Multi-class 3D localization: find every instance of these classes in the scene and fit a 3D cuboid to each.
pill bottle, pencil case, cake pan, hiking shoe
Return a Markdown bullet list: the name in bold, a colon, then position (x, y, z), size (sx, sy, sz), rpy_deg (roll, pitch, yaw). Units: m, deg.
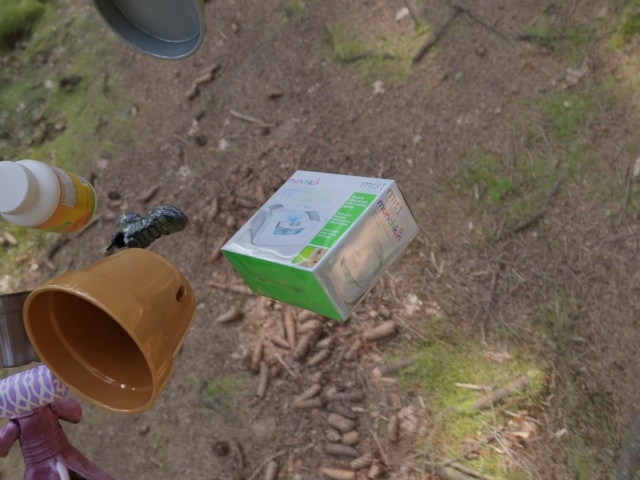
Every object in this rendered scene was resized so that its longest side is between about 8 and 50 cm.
- **pill bottle**: position (-0.579, -0.091, 1.469), size (0.136, 0.246, 0.136), rpy_deg (-1, 85, 10)
- **pencil case**: position (-0.639, 0.321, 1.501), size (0.206, 0.086, 0.088), rpy_deg (-16, 18, 0)
- **cake pan**: position (-0.383, -0.537, 1.597), size (0.293, 0.293, 0.054), rpy_deg (1, 51, 33)
- **hiking shoe**: position (-0.417, -0.016, 1.729), size (0.227, 0.086, 0.114), rpy_deg (-10, 46, 32)

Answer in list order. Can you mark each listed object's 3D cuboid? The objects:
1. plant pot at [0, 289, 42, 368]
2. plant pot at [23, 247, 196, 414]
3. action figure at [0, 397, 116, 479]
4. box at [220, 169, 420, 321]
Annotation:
- **plant pot**: position (-0.688, 0.202, 1.630), size (0.167, 0.167, 0.165), rpy_deg (-10, 87, 28)
- **plant pot**: position (-0.369, 0.147, 1.330), size (0.291, 0.290, 0.203), rpy_deg (-3, 31, 31)
- **action figure**: position (-0.641, 0.484, 1.633), size (0.248, 0.370, 0.276), rpy_deg (-28, 13, -29)
- **box**: position (0.000, 0.000, 1.262), size (0.262, 0.126, 0.231), rpy_deg (12, 53, 49)
